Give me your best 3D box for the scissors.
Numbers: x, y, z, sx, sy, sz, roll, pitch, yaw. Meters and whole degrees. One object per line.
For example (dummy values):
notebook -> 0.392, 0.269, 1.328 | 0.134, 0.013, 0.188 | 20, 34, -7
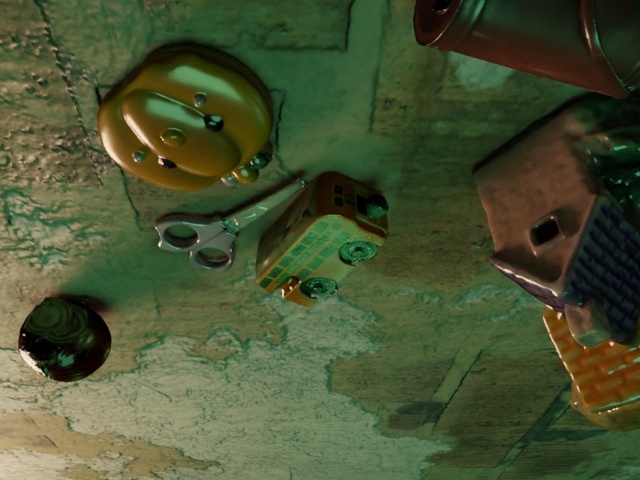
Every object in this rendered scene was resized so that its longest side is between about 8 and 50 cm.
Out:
scissors -> -0.097, -0.024, 0.683 | 0.212, 0.021, 0.110 | -29, 131, 28

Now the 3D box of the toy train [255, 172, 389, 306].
toy train -> 0.000, 0.000, 0.682 | 0.099, 0.072, 0.188 | 25, 134, -22

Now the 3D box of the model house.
model house -> 0.304, 0.017, 0.587 | 0.202, 0.237, 0.237 | -29, 134, 31

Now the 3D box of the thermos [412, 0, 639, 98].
thermos -> 0.196, -0.170, 0.469 | 0.232, 0.098, 0.124 | 10, 170, -17

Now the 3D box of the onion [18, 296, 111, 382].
onion -> -0.345, 0.138, 0.806 | 0.117, 0.118, 0.118 | 28, 143, 15

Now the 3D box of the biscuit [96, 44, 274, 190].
biscuit -> -0.121, -0.099, 0.566 | 0.170, 0.050, 0.170 | -1, 142, -1

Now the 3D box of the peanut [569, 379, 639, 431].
peanut -> 0.496, 0.201, 0.899 | 0.159, 0.143, 0.291 | 9, 143, 2
